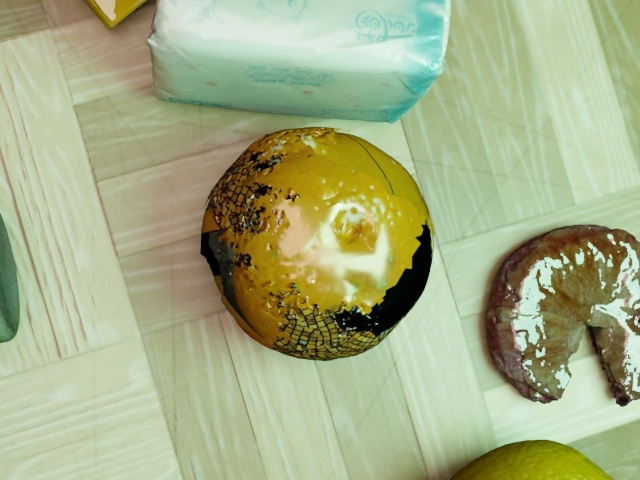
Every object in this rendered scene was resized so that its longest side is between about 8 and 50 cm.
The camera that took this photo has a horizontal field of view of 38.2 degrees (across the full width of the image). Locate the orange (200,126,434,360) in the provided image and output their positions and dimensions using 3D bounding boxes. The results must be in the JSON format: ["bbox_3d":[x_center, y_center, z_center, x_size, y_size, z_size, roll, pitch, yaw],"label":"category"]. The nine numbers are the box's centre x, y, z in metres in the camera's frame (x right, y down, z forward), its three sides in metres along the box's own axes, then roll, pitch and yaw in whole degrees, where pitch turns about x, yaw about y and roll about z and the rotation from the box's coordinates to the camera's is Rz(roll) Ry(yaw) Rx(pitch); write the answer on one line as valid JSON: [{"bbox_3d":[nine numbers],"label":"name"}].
[{"bbox_3d":[0.000,0.000,0.909,0.234,0.182,0.234,4,75,-14],"label":"orange"}]

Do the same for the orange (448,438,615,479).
[{"bbox_3d":[0.204,0.312,0.900,0.236,0.236,0.236,0,87,-8],"label":"orange"}]

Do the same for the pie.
[{"bbox_3d":[0.287,0.084,1.003,0.219,0.054,0.204,-11,89,-9],"label":"pie"}]

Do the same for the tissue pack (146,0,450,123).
[{"bbox_3d":[-0.027,-0.197,0.898,0.271,0.201,0.124,5,79,-8],"label":"tissue pack"}]

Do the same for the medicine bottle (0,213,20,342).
[{"bbox_3d":[-0.455,0.053,0.846,0.322,0.151,0.151,-10,89,-9],"label":"medicine bottle"}]

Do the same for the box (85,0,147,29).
[{"bbox_3d":[-0.161,-0.358,0.947,0.269,0.043,0.152,-41,106,-11],"label":"box"}]
